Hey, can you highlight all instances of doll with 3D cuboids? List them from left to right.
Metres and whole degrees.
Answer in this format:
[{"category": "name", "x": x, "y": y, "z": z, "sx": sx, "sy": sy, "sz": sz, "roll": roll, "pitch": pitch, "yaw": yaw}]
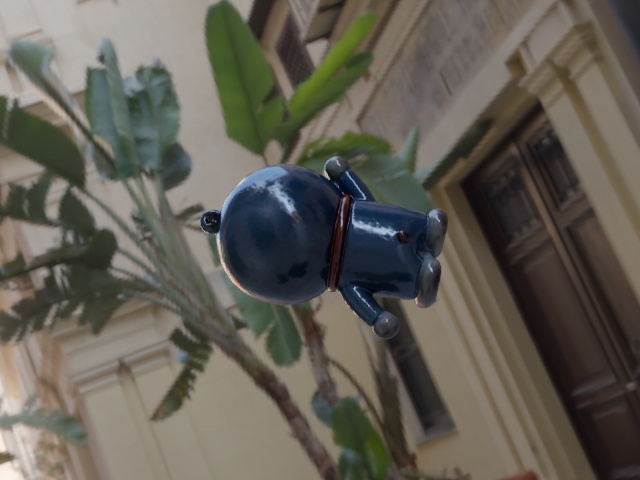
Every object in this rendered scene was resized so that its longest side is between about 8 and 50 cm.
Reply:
[{"category": "doll", "x": 0.000, "y": 0.000, "z": 0.634, "sx": 0.152, "sy": 0.114, "sz": 0.085, "roll": 8, "pitch": -22, "yaw": 1}]
